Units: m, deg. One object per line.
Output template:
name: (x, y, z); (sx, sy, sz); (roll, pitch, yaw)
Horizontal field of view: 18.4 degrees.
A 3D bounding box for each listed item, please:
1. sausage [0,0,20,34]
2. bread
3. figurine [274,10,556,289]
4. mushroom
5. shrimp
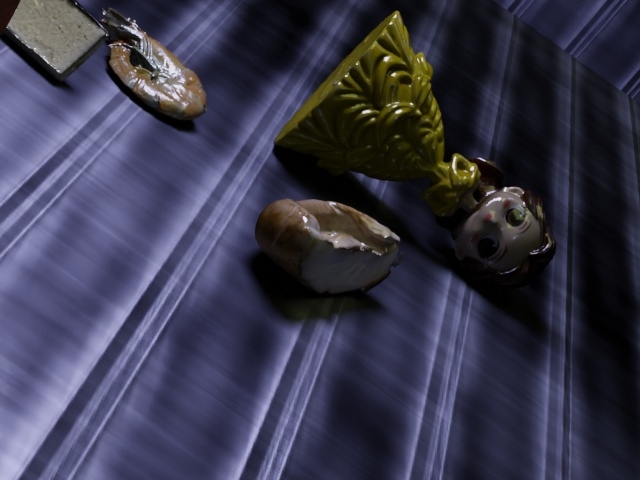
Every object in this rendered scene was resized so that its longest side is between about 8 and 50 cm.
sausage: (-0.351, -0.225, 1.689); (0.133, 0.133, 0.258); (41, 22, 14)
bread: (-0.279, -0.222, 1.906); (0.154, 0.068, 0.028); (40, -20, 13)
figurine: (0.129, -0.072, 2.152); (0.315, 0.168, 0.187); (43, 60, -8)
mushroom: (-0.001, 0.001, 1.851); (0.094, 0.072, 0.210); (45, 16, 18)
shrimp: (-0.185, -0.180, 2.038); (0.099, 0.041, 0.180); (-3, 42, -42)
